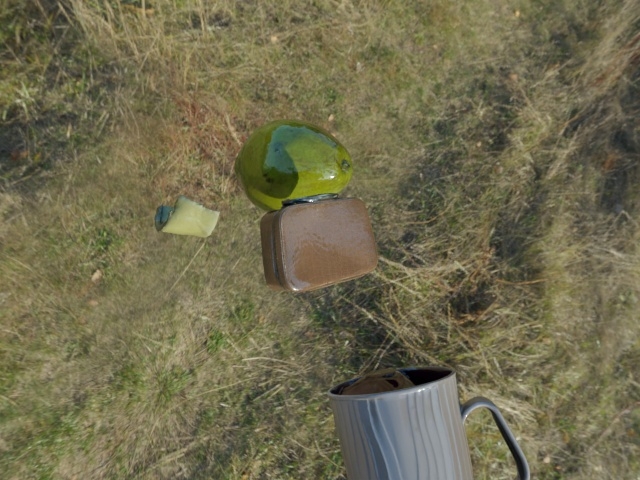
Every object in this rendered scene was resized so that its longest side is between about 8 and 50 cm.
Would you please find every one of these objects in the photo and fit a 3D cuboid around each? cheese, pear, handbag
[{"bbox_3d":[-0.153,-0.024,0.486,0.060,0.084,0.041,14,78,-30],"label":"cheese"},{"bbox_3d":[-0.062,-0.159,0.912,0.212,0.269,0.212,-18,112,-57],"label":"pear"},{"bbox_3d":[0.000,0.000,0.684,0.193,0.072,0.151,-8,90,-36],"label":"handbag"}]

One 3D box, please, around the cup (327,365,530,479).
[{"bbox_3d":[0.175,0.360,0.730,0.288,0.208,0.273,-7,79,-16],"label":"cup"}]
